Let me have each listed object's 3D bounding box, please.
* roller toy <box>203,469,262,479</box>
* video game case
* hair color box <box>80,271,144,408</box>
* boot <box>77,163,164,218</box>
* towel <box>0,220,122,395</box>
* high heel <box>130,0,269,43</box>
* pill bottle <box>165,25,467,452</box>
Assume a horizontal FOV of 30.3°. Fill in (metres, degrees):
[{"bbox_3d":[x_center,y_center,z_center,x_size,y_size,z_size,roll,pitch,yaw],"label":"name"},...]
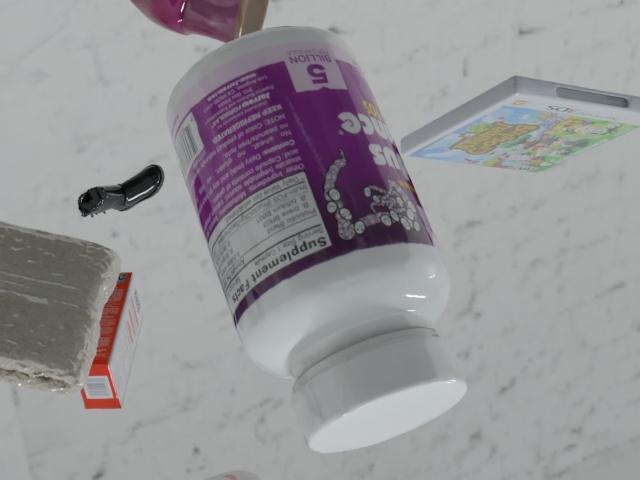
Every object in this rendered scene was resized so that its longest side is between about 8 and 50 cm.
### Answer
[{"bbox_3d":[-0.121,0.360,1.310,0.191,0.146,0.209,-27,-174,11],"label":"roller toy"},{"bbox_3d":[0.221,-0.119,1.265,0.193,0.023,0.212,5,165,-27],"label":"video game case"},{"bbox_3d":[-0.228,0.107,1.281,0.043,0.072,0.141,-1,-140,6],"label":"hair color box"},{"bbox_3d":[-0.310,-0.076,1.825,0.121,0.045,0.099,-33,166,30],"label":"boot"},{"bbox_3d":[-0.338,0.049,1.092,0.282,0.049,0.187,13,-141,-7],"label":"towel"},{"bbox_3d":[-0.123,-0.419,1.378,0.181,0.377,0.127,23,-161,19],"label":"high heel"},{"bbox_3d":[0.000,0.000,0.909,0.169,0.169,0.302,-15,-113,-16],"label":"pill bottle"}]
